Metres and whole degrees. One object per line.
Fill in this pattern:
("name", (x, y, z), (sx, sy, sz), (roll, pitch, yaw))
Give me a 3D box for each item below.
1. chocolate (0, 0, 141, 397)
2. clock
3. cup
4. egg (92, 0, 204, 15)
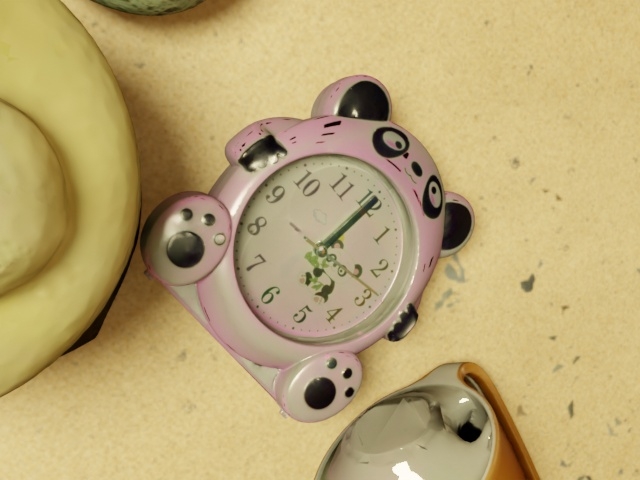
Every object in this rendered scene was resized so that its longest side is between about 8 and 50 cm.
("chocolate", (-0.274, -0.034, 0.373), (0.326, 0.297, 0.314), (-20, 95, -11))
("clock", (0.000, 0.000, 0.538), (0.248, 0.090, 0.227), (-44, 109, -11))
("cup", (0.134, 0.250, 0.578), (0.264, 0.182, 0.226), (54, 51, -20))
("egg", (-0.143, -0.237, 0.466), (0.172, 0.132, 0.132), (3, 95, -3))
